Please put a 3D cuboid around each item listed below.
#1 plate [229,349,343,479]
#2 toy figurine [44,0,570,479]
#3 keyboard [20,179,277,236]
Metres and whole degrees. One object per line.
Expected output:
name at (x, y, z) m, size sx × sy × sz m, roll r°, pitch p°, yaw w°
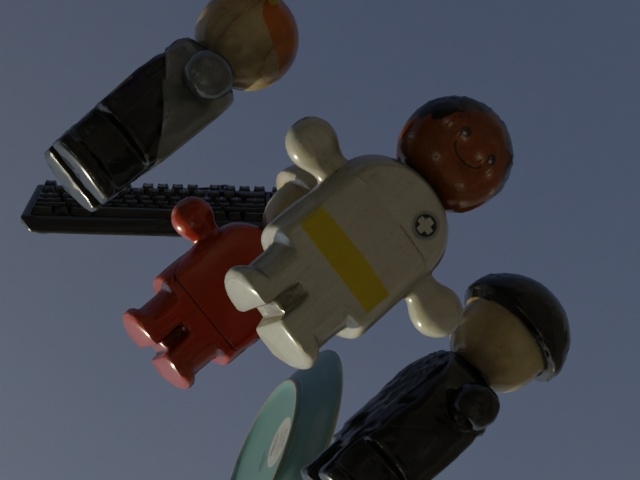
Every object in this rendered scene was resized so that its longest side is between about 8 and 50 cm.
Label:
plate at (-0.036, 0.163, 1.098) m, size 0.024 × 0.188 × 0.188 m, roll 25°, pitch -94°, yaw -12°
toy figurine at (0.000, 0.000, 0.694) m, size 0.148 × 0.213 × 0.209 m, roll -40°, pitch -40°, yaw -20°
keyboard at (-0.089, -0.023, 0.941) m, size 0.180 × 0.108 × 0.023 m, roll 2°, pitch -77°, yaw -2°
